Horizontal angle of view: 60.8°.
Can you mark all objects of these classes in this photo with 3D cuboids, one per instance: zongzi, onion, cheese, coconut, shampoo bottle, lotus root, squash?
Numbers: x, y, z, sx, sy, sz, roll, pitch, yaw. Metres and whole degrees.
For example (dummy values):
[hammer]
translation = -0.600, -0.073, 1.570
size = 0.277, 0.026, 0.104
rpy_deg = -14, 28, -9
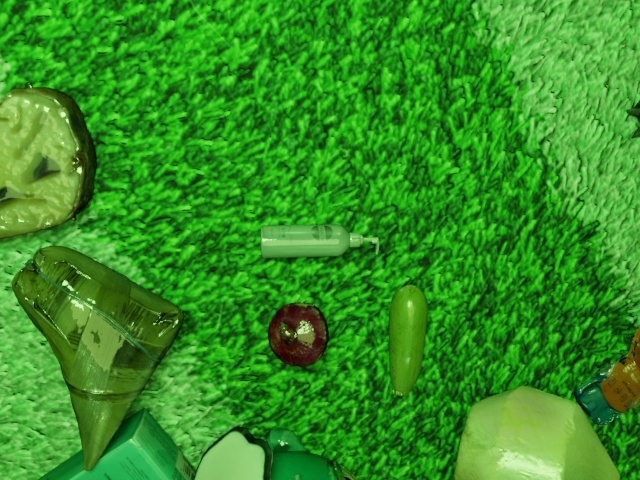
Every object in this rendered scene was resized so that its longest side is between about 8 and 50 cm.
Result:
[zongzi]
translation = -0.375, 0.167, 0.813
size = 0.251, 0.125, 0.274
rpy_deg = 31, 79, -9
[onion]
translation = -0.037, 0.152, 0.889
size = 0.107, 0.097, 0.107
rpy_deg = -7, 77, 29
[cheese]
translation = 0.611, 0.214, 0.967
size = 0.329, 0.129, 0.217
rpy_deg = -39, 105, 12
[coconut]
translation = 0.364, 0.379, 0.913
size = 0.259, 0.259, 0.259
rpy_deg = -1, 99, -7
[shampoo bottle]
translation = 0.000, 0.000, 0.891
size = 0.195, 0.056, 0.056
rpy_deg = -2, 99, -8
[lotus root]
translation = -0.430, -0.099, 0.815
size = 0.170, 0.074, 0.260
rpy_deg = 18, 97, -12
[squash]
translation = 0.146, 0.173, 0.934
size = 0.066, 0.066, 0.201
rpy_deg = 3, 102, -8

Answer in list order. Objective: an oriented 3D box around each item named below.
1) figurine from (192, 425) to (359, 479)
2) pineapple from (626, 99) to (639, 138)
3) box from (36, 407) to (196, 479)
[figurine]
translation = -0.037, 0.455, 0.852
size = 0.231, 0.323, 0.340
rpy_deg = -34, 120, 21
[pineapple]
translation = 0.598, -0.191, 0.839
size = 0.128, 0.248, 0.128
rpy_deg = -3, 105, -11
[box]
translation = -0.360, 0.449, 0.885
size = 0.311, 0.118, 0.205
rpy_deg = -35, 99, -1
